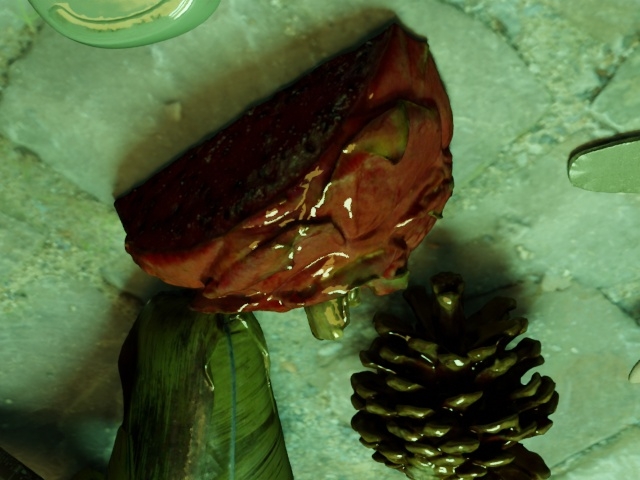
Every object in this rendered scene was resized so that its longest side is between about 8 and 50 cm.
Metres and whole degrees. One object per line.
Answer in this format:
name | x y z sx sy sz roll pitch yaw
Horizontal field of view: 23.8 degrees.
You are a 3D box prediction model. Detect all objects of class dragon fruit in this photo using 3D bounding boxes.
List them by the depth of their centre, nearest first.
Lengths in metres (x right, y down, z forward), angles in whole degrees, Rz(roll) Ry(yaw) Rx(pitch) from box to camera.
dragon fruit | 0.000 0.000 1.236 0.317 0.152 0.205 -32 126 26

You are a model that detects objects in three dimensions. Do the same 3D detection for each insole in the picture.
insole | 0.303 -0.064 1.270 0.192 0.010 0.063 -1 133 0

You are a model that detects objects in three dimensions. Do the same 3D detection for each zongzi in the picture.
zongzi | -0.159 0.217 1.334 0.300 0.138 0.286 -31 123 -32

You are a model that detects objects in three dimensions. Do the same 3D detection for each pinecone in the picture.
pinecone | 0.118 0.130 1.340 0.185 0.169 0.212 1 132 2

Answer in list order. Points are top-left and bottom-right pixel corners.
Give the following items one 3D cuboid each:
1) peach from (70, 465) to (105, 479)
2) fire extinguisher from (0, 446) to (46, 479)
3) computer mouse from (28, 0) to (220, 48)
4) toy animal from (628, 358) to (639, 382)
peach | -0.211 0.305 1.548 0.151 0.151 0.118 25 83 -21
fire extinguisher | -0.292 0.272 1.421 0.341 0.141 0.105 37 144 -1
computer mouse | -0.160 -0.263 1.035 0.159 0.097 0.288 -12 120 13
toy animal | 0.381 0.085 1.344 0.212 0.124 0.124 -32 125 26
